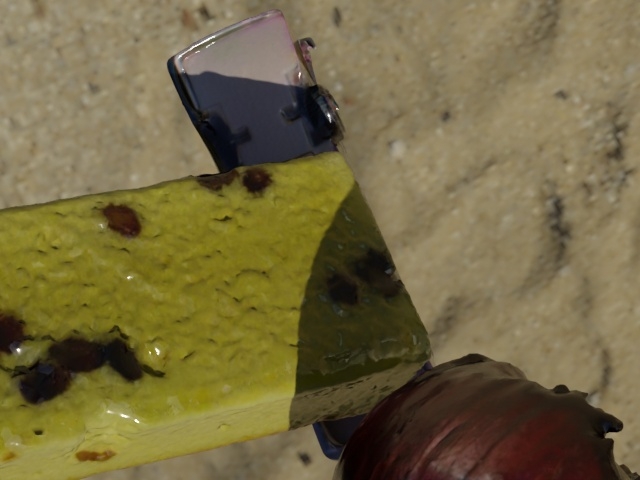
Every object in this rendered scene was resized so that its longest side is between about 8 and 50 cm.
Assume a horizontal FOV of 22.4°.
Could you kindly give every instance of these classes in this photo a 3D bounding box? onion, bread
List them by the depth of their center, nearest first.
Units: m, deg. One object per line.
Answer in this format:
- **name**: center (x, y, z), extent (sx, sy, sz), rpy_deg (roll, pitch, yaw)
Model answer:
- **onion**: center (0.087, 0.188, 0.726), extent (0.272, 0.195, 0.272), rpy_deg (57, 172, 13)
- **bread**: center (-0.130, 0.049, 0.810), extent (0.138, 0.361, 0.077), rpy_deg (68, 153, 22)

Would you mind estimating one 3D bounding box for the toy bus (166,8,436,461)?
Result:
- **toy bus**: center (-0.001, 0.000, 0.988), extent (0.112, 0.090, 0.274), rpy_deg (51, -163, -73)
